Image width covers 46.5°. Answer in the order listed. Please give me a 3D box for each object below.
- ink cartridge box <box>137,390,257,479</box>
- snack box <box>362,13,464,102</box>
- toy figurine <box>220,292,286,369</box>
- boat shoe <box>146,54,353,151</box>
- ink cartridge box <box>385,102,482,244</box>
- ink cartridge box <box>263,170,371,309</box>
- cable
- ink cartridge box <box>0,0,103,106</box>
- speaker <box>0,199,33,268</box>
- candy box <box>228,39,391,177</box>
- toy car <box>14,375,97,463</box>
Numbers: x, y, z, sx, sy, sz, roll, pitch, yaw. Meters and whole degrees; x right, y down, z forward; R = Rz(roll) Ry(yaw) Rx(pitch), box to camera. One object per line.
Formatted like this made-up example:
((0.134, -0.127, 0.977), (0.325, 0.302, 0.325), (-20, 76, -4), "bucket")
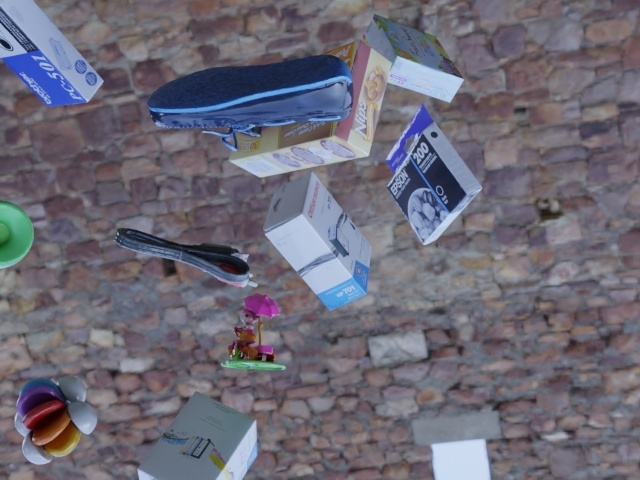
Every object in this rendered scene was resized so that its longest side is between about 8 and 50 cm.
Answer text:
((-0.273, 0.504, 1.689), (0.168, 0.171, 0.232), (22, -132, 17), "ink cartridge box")
((0.203, -0.408, 1.662), (0.175, 0.070, 0.207), (13, -144, -23), "snack box")
((-0.145, 0.196, 1.622), (0.130, 0.159, 0.173), (16, 161, -35), "toy figurine")
((-0.086, -0.160, 0.931), (0.258, 0.089, 0.109), (-2, -134, 12), "boat shoe")
((0.201, -0.126, 1.462), (0.045, 0.208, 0.206), (-22, 161, -27), "ink cartridge box")
((0.000, 0.000, 1.261), (0.082, 0.190, 0.139), (-25, -151, 24), "ink cartridge box")
((-0.252, 0.044, 1.437), (0.287, 0.072, 0.139), (8, -156, -27), "cable")
((-0.392, -0.268, 0.980), (0.097, 0.207, 0.046), (3, -125, 37), "ink cartridge box")
((-0.631, -0.008, 1.395), (0.131, 0.131, 0.297), (-20, -170, -34), "speaker")
((-0.027, -0.228, 1.351), (0.088, 0.182, 0.316), (25, 162, -37), "candy box")
((-0.574, 0.362, 1.562), (0.159, 0.136, 0.182), (-36, -133, -6), "toy car")
